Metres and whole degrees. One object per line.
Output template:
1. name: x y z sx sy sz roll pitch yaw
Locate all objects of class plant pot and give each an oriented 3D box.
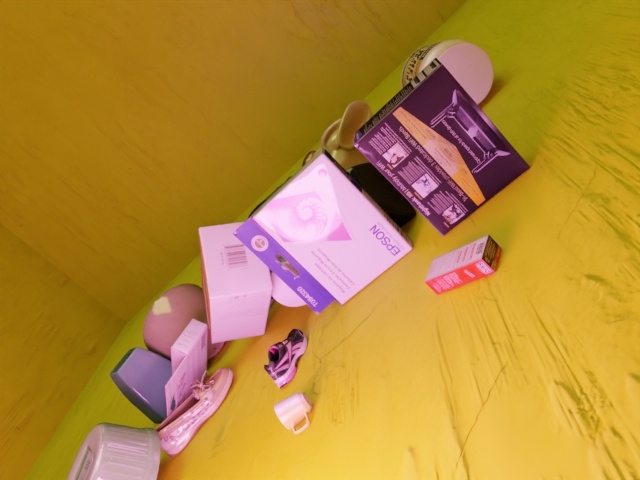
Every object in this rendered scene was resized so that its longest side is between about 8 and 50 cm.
1. plant pot: -0.565 0.470 1.864 0.165 0.234 0.165 -24 27 52
2. plant pot: 0.106 -0.097 1.498 0.188 0.187 0.167 -39 -24 26
3. plant pot: -0.438 0.314 1.949 0.191 0.284 0.284 22 64 35

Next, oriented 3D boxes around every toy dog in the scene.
1. toy dog: 0.098 -0.249 1.957 0.395 0.284 0.408 -66 17 -4

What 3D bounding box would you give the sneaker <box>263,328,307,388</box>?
1. sneaker: -0.089 0.276 1.400 0.072 0.077 0.178 -37 18 27

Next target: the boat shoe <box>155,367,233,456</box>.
1. boat shoe: -0.358 0.470 1.590 0.285 0.089 0.104 -53 16 -19

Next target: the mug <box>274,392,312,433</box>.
1. mug: -0.048 0.355 1.163 0.064 0.078 0.062 -37 -16 2

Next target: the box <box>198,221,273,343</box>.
1. box: -0.250 0.128 1.613 0.345 0.168 0.215 106 152 -59

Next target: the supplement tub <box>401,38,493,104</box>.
1. supplement tub: 0.408 -0.530 1.827 0.228 0.228 0.316 -45 15 5

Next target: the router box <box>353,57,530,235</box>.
1. router box: 0.262 -0.196 1.229 0.243 0.309 0.081 -40 20 19

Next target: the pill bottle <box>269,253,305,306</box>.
1. pill bottle: -0.077 0.061 1.694 0.188 0.188 0.334 -42 16 13

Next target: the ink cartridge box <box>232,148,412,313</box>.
1. ink cartridge box: 0.000 0.000 1.392 0.330 0.324 0.071 -42 14 17

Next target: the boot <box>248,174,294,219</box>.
1. boot: -0.152 -0.129 1.920 0.246 0.083 0.161 -43 11 -10

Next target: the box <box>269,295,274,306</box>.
1. box: -0.257 0.155 1.976 0.247 0.163 0.142 -22 32 57

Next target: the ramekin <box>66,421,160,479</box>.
1. ramekin: -0.548 0.620 1.443 0.303 0.148 0.303 -42 33 36

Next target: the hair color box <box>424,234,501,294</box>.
1. hair color box: 0.274 0.049 1.083 0.141 0.043 0.072 -31 22 47

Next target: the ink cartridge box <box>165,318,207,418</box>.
1. ink cartridge box: -0.419 0.411 1.685 0.239 0.060 0.275 -59 -15 -47
